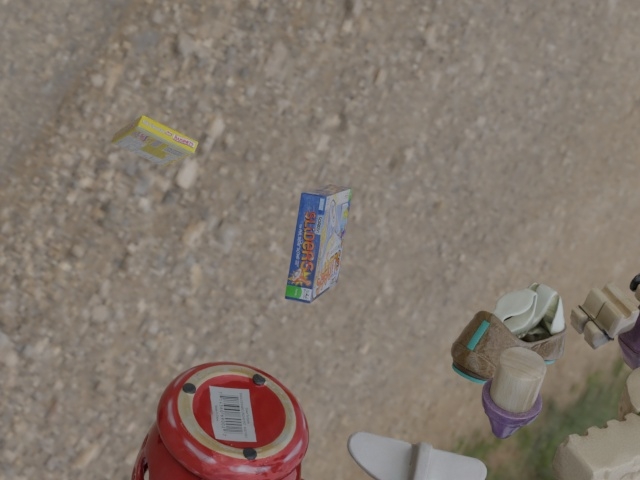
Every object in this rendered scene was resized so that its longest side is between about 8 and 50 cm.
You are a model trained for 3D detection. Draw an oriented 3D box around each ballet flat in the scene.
[{"bbox_3d":[0.303,0.128,1.762,0.342,0.116,0.124,-5,119,-57],"label":"ballet flat"}]

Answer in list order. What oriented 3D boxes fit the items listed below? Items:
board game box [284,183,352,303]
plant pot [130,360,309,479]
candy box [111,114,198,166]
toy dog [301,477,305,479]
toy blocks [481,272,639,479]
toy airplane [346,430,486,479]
[{"bbox_3d":[0.000,0.000,1.518,0.201,0.035,0.136,-30,130,-78],"label":"board game box"},{"bbox_3d":[-0.107,0.245,1.301,0.191,0.191,0.174,-35,155,-47],"label":"plant pot"},{"bbox_3d":[-0.285,-0.168,1.988,0.027,0.105,0.206,-67,-161,-12],"label":"candy box"},{"bbox_3d":[-0.052,0.456,1.841,0.161,0.333,0.220,0,112,-43],"label":"toy dog"},{"bbox_3d":[0.290,0.238,1.060,0.288,0.309,0.260,-14,133,-26],"label":"toy blocks"},{"bbox_3d":[0.090,0.451,1.545,0.384,0.386,0.272,-27,154,-27],"label":"toy airplane"}]
